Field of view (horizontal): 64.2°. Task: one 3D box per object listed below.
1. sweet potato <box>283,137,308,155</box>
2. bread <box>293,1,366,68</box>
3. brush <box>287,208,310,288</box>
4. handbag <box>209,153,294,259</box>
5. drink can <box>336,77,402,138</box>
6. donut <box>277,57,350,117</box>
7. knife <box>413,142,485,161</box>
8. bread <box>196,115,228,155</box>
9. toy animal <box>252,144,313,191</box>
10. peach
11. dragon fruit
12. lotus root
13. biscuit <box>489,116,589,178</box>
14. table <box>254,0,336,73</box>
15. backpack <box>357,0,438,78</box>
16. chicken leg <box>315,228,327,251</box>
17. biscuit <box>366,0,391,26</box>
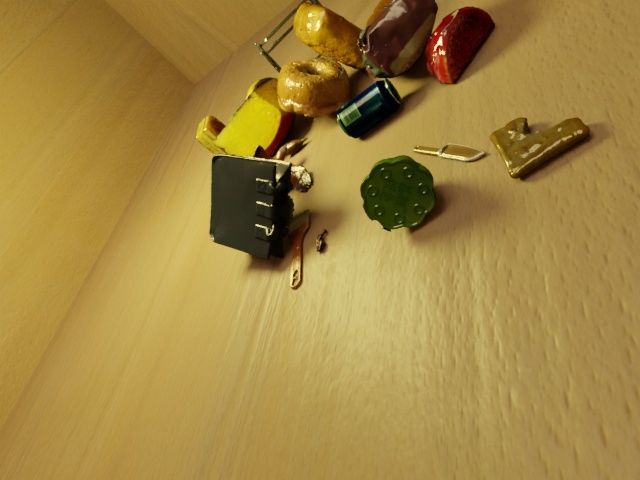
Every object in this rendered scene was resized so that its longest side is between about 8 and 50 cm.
[{"bbox_3d":[-0.096,-0.372,1.987,0.117,0.049,0.049,-26,37,23],"label":"sweet potato"},{"bbox_3d":[0.059,-0.780,1.984,0.148,0.337,0.328,-60,30,17],"label":"bread"},{"bbox_3d":[-0.069,0.026,1.539,0.090,0.017,0.314,-34,34,28],"label":"brush"},{"bbox_3d":[-0.216,-0.115,1.628,0.329,0.122,0.303,15,105,42],"label":"handbag"},{"bbox_3d":[0.158,-0.429,1.661,0.205,0.118,0.118,-30,35,27],"label":"drink can"},{"bbox_3d":[-0.026,-0.591,1.959,0.317,0.150,0.299,24,44,34],"label":"donut"},{"bbox_3d":[0.327,-0.235,1.322,0.046,0.022,0.256,-49,30,-8],"label":"knife"},{"bbox_3d":[-0.453,-0.460,2.355,0.110,0.234,0.184,-40,30,20],"label":"bread"},{"bbox_3d":[-0.181,-0.195,1.867,0.284,0.225,0.302,-60,13,21],"label":"toy animal"},{"bbox_3d":[-0.247,-0.491,2.130,0.380,0.242,0.306,-55,8,8],"label":"peach"},{"bbox_3d":[0.405,-0.609,1.539,0.163,0.189,0.261,33,77,28],"label":"dragon fruit"},{"bbox_3d":[0.195,-0.138,1.263,0.186,0.186,0.186,-32,34,25],"label":"lotus root"},{"bbox_3d":[0.468,-0.228,1.118,0.174,0.039,0.183,-37,34,21],"label":"biscuit"},{"bbox_3d":[-0.079,-0.901,2.334,0.335,0.272,0.222,-42,32,12],"label":"table"},{"bbox_3d":[0.250,-0.661,1.681,0.283,0.197,0.317,-48,2,10],"label":"backpack"},{"bbox_3d":[-0.001,0.002,1.474,0.036,0.021,0.083,-36,27,38],"label":"chicken leg"},{"bbox_3d":[0.270,-0.946,2.169,0.186,0.044,0.295,-15,45,38],"label":"biscuit"}]
